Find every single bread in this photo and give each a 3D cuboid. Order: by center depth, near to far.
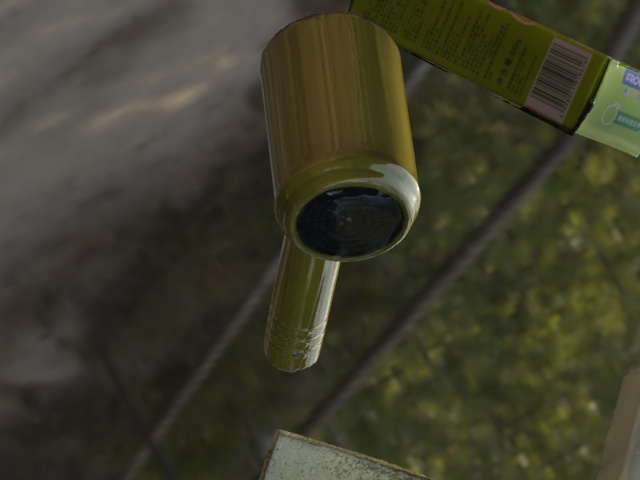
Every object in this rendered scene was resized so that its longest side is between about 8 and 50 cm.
[{"bbox_3d":[0.020,0.215,1.609,0.028,0.153,0.068,-151,-100,-77],"label":"bread"}]

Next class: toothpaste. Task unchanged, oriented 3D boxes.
[{"bbox_3d":[0.170,-0.176,1.744,0.110,0.327,0.077,13,105,-46],"label":"toothpaste"}]

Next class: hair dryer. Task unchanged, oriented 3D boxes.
[{"bbox_3d":[0.000,0.000,1.204,0.090,0.135,0.279,0,140,-10],"label":"hair dryer"}]

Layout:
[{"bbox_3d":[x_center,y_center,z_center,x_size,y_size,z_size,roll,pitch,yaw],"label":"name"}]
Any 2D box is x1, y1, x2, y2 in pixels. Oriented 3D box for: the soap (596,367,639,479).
[{"bbox_3d":[0.322,0.188,1.524,0.064,0.183,0.121,136,-25,-65],"label":"soap"}]
